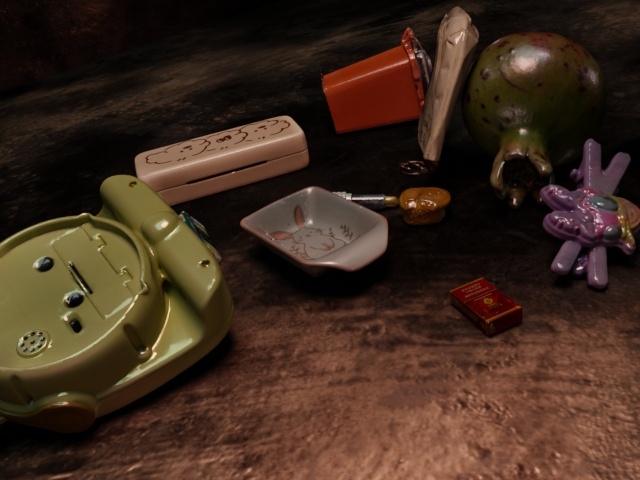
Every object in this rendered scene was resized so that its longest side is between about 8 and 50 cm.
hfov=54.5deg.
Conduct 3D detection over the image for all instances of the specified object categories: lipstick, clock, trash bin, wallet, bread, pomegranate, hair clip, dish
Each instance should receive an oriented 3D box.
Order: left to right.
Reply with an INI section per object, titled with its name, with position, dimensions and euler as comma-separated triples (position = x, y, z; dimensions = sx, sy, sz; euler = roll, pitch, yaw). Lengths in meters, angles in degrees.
[clock]
position = -0.309, 0.086, 0.774
dimensions = 0.348, 0.117, 0.286
euler = -34, 54, -22
[dish]
position = 0.000, 0.000, 0.936
dimensions = 0.154, 0.064, 0.234
euler = -28, 34, -27
[lipstick]
position = 0.075, -0.065, 1.054
dimensions = 0.116, 0.037, 0.037
euler = 0, 32, 9
[trash bin]
position = 0.125, -0.342, 1.365
dimensions = 0.238, 0.184, 0.161
euler = -13, 30, 7
[bread]
position = 0.166, -0.058, 0.999
dimensions = 0.081, 0.046, 0.083
euler = -31, 35, -34
[wallet]
position = 0.215, -0.278, 1.128
dimensions = 0.068, 0.275, 0.335
euler = 17, 25, 1
[pomegranate]
position = 0.360, -0.192, 1.033
dimensions = 0.242, 0.242, 0.306
euler = -7, 71, 6
[hair clip]
position = 0.374, -0.052, 0.869
dimensions = 0.137, 0.090, 0.278
euler = 24, 41, 9

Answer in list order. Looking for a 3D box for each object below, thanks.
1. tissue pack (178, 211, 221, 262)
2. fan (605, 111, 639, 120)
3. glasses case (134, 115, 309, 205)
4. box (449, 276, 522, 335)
[tissue pack]
position = -0.201, 0.026, 0.955
dimensions = 0.085, 0.079, 0.111
euler = -47, 35, 2
[fan]
position = 0.664, -0.160, 0.973
dimensions = 0.414, 0.012, 0.233
euler = 18, 15, 23
[glasses case]
position = -0.199, -0.162, 1.257
dimensions = 0.336, 0.076, 0.144
euler = -18, 32, -11
[box]
position = 0.206, 0.081, 0.777
dimensions = 0.051, 0.023, 0.082
euler = -21, 32, -15
